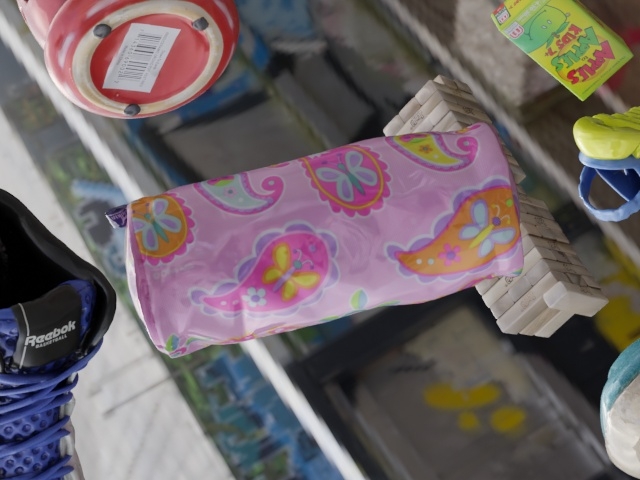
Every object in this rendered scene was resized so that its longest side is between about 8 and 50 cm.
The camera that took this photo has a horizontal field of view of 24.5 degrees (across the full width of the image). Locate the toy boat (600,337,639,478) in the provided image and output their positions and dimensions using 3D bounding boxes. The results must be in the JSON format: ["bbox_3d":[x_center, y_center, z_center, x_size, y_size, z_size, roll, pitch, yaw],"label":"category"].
[{"bbox_3d":[0.454,0.145,1.757,0.148,0.318,0.267,47,172,33],"label":"toy boat"}]

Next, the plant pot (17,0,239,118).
[{"bbox_3d":[-0.166,-0.214,1.289,0.191,0.191,0.174,94,157,-52],"label":"plant pot"}]

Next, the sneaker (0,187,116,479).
[{"bbox_3d":[-0.213,0.101,0.976,0.182,0.127,0.315,-8,95,57],"label":"sneaker"}]

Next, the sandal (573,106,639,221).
[{"bbox_3d":[0.448,-0.108,2.036,0.126,0.317,0.138,22,113,44],"label":"sandal"}]

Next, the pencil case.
[{"bbox_3d":[0.000,0.000,1.044,0.124,0.284,0.124,165,90,-87],"label":"pencil case"}]

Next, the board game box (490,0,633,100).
[{"bbox_3d":[0.320,-0.270,1.947,0.181,0.092,0.043,33,-156,-34],"label":"board game box"}]

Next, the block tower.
[{"bbox_3d":[0.191,-0.038,1.685,0.097,0.091,0.335,-47,55,26],"label":"block tower"}]
